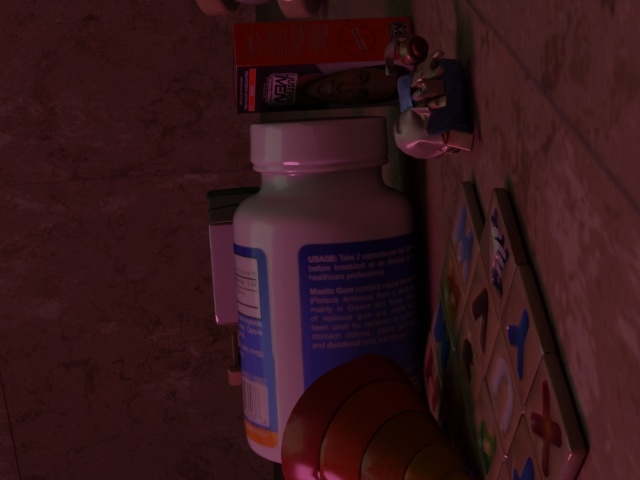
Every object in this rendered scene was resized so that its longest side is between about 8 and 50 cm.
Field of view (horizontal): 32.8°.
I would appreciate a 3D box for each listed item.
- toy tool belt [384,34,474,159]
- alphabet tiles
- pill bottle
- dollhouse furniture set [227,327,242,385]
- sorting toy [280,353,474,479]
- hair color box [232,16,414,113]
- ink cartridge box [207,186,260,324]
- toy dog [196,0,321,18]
[{"bbox_3d":[0.075,-0.094,0.690,0.051,0.052,0.083,-10,87,53],"label":"toy tool belt"},{"bbox_3d":[0.105,0.141,0.696,0.342,0.011,0.285,93,170,-51],"label":"alphabet tiles"},{"bbox_3d":[0.006,0.036,0.898,0.152,0.152,0.272,-133,40,-81],"label":"pill bottle"},{"bbox_3d":[-0.010,0.105,1.046,0.182,0.161,0.101,95,169,-61],"label":"dollhouse furniture set"},{"bbox_3d":[0.067,0.267,0.767,0.126,0.127,0.365,18,118,52],"label":"sorting toy"},{"bbox_3d":[0.001,-0.140,0.872,0.072,0.141,0.043,99,166,-65],"label":"hair color box"},{"bbox_3d":[-0.116,0.019,1.571,0.208,0.087,0.153,-115,22,-75],"label":"ink cartridge box"},{"bbox_3d":[-0.091,-0.440,1.391,0.161,0.220,0.334,36,-144,-69],"label":"toy dog"}]
